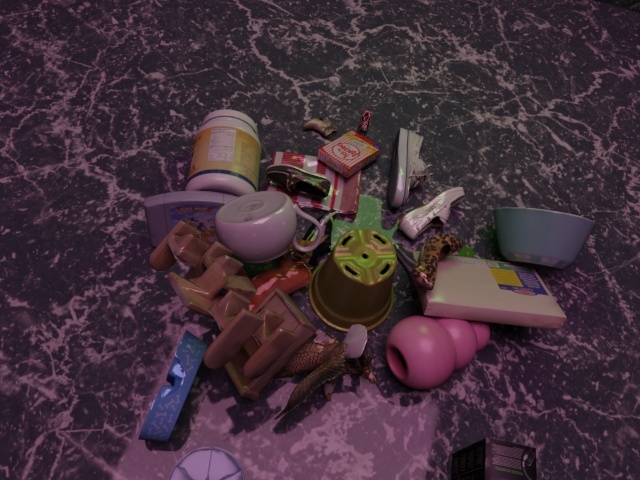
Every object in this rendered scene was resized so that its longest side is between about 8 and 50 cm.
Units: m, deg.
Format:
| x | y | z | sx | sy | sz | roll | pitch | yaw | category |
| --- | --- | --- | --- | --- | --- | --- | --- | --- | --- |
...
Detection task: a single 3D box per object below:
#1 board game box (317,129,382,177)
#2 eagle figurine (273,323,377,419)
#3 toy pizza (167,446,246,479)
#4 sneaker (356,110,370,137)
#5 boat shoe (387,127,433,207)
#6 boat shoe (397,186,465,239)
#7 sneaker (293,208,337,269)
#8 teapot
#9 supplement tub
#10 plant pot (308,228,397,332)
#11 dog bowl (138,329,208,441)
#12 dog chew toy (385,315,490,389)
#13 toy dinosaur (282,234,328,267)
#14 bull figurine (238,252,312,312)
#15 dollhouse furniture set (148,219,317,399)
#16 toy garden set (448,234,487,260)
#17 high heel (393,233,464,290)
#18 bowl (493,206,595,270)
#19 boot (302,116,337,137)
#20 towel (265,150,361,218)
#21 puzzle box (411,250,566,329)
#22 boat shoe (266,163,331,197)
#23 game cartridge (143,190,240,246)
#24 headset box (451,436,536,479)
| x | y | z | sx | sy | sz | roll | pitch | yaw | category |
| --- | --- | --- | --- | --- | --- | --- | --- | --- | --- |
| 0.106 | -0.317 | 1.887 | 0.147 | 0.045 | 0.193 | 35 | 51 | 23 | board game box |
| -0.001 | 0.353 | 1.422 | 0.298 | 0.226 | 0.225 | -3 | 80 | -15 | eagle figurine |
| -0.287 | 0.626 | 1.307 | 0.201 | 0.032 | 0.201 | 3 | 60 | -6 | toy pizza |
| 0.169 | -0.450 | 1.997 | 0.047 | 0.057 | 0.119 | 13 | 60 | -2 | sneaker |
| 0.335 | -0.253 | 1.869 | 0.156 | 0.136 | 0.367 | 14 | 49 | -3 | boat shoe |
| 0.400 | -0.087 | 1.792 | 0.277 | 0.098 | 0.096 | -31 | 68 | -13 | boat shoe |
| 0.000 | 0.000 | 1.709 | 0.097 | 0.084 | 0.234 | 41 | 61 | -11 | sneaker |
| -0.168 | -0.018 | 1.493 | 0.252 | 0.187 | 0.256 | -34 | 33 | -34 | teapot |
| -0.313 | -0.250 | 1.712 | 0.228 | 0.228 | 0.316 | 4 | 59 | -5 | supplement tub |
| 0.113 | 0.103 | 1.544 | 0.276 | 0.254 | 0.276 | 4 | 59 | -6 | plant pot |
| -0.381 | 0.386 | 1.369 | 0.074 | 0.166 | 0.297 | 24 | 58 | -7 | dog bowl |
| 0.353 | 0.294 | 1.501 | 0.332 | 0.206 | 0.206 | -16 | 63 | -25 | dog chew toy |
| -0.054 | 0.018 | 1.580 | 0.211 | 0.064 | 0.112 | -7 | 51 | -18 | toy dinosaur |
| -0.182 | 0.133 | 1.574 | 0.310 | 0.101 | 0.188 | -24 | 63 | -22 | bull figurine |
| -0.235 | 0.211 | 1.293 | 0.256 | 0.394 | 0.362 | -48 | 50 | 4 | dollhouse furniture set |
| 0.465 | 0.124 | 1.701 | 0.244 | 0.049 | 0.204 | 36 | 60 | 13 | toy garden set |
| 0.354 | 0.070 | 1.525 | 0.261 | 0.093 | 0.186 | -7 | 42 | -25 | high heel |
| 0.708 | 0.003 | 1.686 | 0.311 | 0.311 | 0.163 | 10 | 87 | -1 | bowl |
| 0.002 | -0.424 | 1.968 | 0.118 | 0.042 | 0.087 | -27 | 69 | -21 | boot |
| -0.021 | -0.207 | 1.839 | 0.329 | 0.037 | 0.237 | 9 | 58 | -2 | towel |
| 0.488 | 0.145 | 1.563 | 0.409 | 0.052 | 0.272 | 8 | 30 | -4 | puzzle box |
| -0.078 | -0.199 | 1.758 | 0.228 | 0.081 | 0.068 | 12 | 52 | -1 | boat shoe |
| -0.385 | -0.064 | 1.609 | 0.297 | 0.198 | 0.062 | -1 | 48 | -8 | game cartridge |
| 0.413 | 0.655 | 1.258 | 0.131 | 0.246 | 0.283 | 12 | 58 | 0 | headset box |
